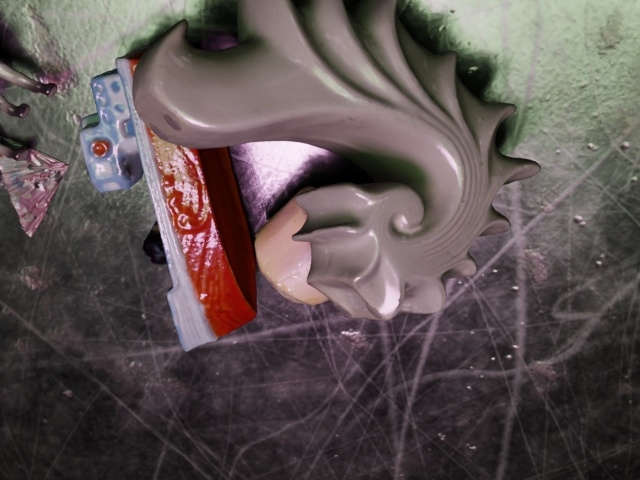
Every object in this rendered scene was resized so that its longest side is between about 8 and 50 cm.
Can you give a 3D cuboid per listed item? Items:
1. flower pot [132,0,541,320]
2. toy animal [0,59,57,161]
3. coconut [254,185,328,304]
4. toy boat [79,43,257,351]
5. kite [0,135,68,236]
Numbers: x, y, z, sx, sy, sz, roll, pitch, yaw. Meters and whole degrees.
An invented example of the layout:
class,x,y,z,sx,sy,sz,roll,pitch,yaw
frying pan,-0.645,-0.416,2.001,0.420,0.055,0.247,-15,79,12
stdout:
class,x,y,z,sx,sy,sz,roll,pitch,yaw
flower pot,0.023,-0.109,1.005,0.367,0.164,0.254,45,72,-13
toy animal,-0.382,-0.168,1.112,0.176,0.073,0.217,36,119,4
coconut,0.000,0.000,1.130,0.122,0.116,0.116,-38,106,22
toy boat,-0.163,-0.037,1.109,0.133,0.145,0.332,-11,107,10
kite,-0.359,-0.065,1.190,0.156,0.011,0.139,-12,110,10
